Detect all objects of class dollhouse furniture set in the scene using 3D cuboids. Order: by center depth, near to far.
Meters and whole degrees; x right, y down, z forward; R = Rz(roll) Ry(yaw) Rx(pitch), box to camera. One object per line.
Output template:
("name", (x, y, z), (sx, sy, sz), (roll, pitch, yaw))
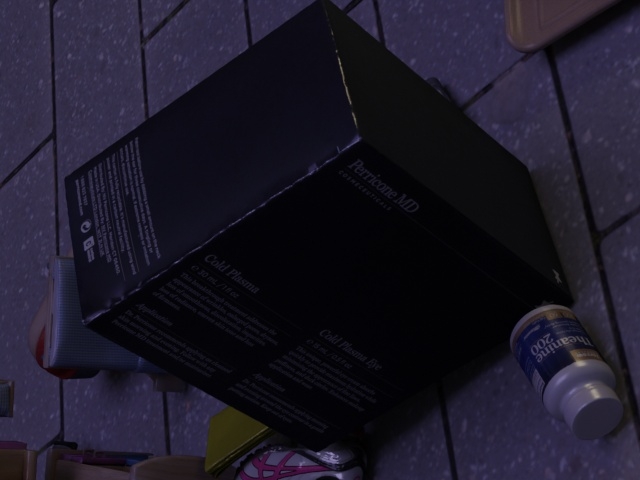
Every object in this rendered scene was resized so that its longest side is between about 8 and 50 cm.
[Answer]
("dollhouse furniture set", (-0.229, 0.134, 2.016), (0.198, 0.286, 0.303), (-2, 82, 53))

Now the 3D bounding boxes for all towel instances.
("towel", (-0.025, 0.155, 1.893), (0.237, 0.021, 0.102), (-36, 22, 19))

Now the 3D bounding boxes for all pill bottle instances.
("pill bottle", (0.218, 0.117, 1.605), (0.067, 0.067, 0.120), (-53, 37, 21))

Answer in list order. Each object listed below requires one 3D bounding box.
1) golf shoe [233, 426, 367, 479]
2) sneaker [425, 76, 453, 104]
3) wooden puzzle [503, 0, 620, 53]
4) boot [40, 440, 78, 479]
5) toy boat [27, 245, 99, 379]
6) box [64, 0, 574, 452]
("golf shoe", (-0.027, 0.248, 1.871), (0.186, 0.067, 0.086), (-31, 50, 42))
("sneaker", (0.041, -0.101, 1.933), (0.229, 0.086, 0.132), (-27, 35, 10))
("wooden puzzle", (0.279, -0.315, 1.782), (0.239, 0.044, 0.221), (-26, 52, 39))
("boot", (-0.347, 0.324, 2.277), (0.246, 0.083, 0.161), (8, 73, 49))
("toy boat", (-0.239, 0.083, 2.218), (0.151, 0.151, 0.231), (34, 103, 24))
("box", (0.000, 0.000, 1.673), (0.312, 0.343, 0.179), (-32, 48, 23))
